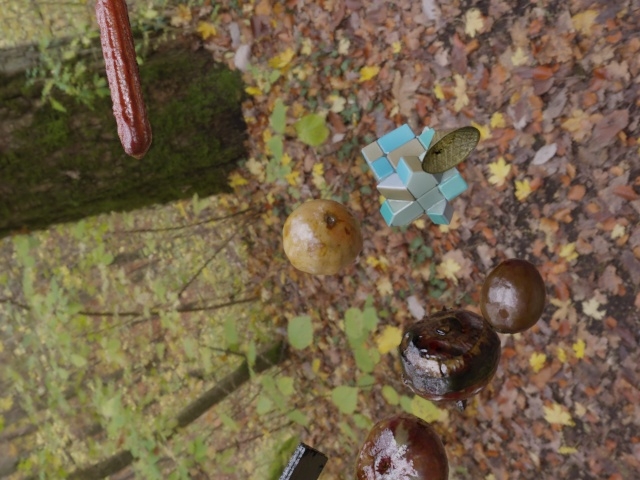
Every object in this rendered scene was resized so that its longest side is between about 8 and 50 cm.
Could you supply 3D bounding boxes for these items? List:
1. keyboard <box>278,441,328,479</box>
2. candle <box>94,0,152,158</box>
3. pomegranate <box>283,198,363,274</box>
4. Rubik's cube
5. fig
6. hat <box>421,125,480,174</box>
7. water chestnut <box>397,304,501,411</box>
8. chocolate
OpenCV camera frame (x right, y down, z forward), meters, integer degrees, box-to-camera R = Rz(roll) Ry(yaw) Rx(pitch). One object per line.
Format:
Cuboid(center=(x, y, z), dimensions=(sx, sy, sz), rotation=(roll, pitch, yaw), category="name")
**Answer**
Cuboid(center=(-0.086, 0.452, 0.964), dimensions=(0.018, 0.310, 0.101), rotation=(21, 163, 35), category="keyboard")
Cuboid(center=(-0.279, -0.262, 0.899), dimensions=(0.048, 0.051, 0.329), rotation=(-24, 71, 28), category="candle")
Cuboid(center=(0.004, -0.005, 1.615), dimensions=(0.207, 0.207, 0.207), rotation=(28, 132, 36), category="pomegranate")
Cuboid(center=(0.235, -0.139, 1.577), dimensions=(0.265, 0.224, 0.213), rotation=(52, -171, -52), category="Rubik's cube")
Cuboid(center=(0.136, 0.354, 1.043), dimensions=(0.143, 0.231, 0.160), rotation=(23, 92, 12), category="fig")
Cuboid(center=(0.267, -0.217, 1.397), dimensions=(0.067, 0.146, 0.146), rotation=(61, 147, 27), category="hat")
Cuboid(center=(0.358, 0.341, 1.788), dimensions=(0.300, 0.300, 0.300), rotation=(28, 132, 36), category="water chestnut")
Cuboid(center=(0.364, 0.101, 1.224), dimensions=(0.127, 0.124, 0.133), rotation=(-91, -10, -76), category="chocolate")
